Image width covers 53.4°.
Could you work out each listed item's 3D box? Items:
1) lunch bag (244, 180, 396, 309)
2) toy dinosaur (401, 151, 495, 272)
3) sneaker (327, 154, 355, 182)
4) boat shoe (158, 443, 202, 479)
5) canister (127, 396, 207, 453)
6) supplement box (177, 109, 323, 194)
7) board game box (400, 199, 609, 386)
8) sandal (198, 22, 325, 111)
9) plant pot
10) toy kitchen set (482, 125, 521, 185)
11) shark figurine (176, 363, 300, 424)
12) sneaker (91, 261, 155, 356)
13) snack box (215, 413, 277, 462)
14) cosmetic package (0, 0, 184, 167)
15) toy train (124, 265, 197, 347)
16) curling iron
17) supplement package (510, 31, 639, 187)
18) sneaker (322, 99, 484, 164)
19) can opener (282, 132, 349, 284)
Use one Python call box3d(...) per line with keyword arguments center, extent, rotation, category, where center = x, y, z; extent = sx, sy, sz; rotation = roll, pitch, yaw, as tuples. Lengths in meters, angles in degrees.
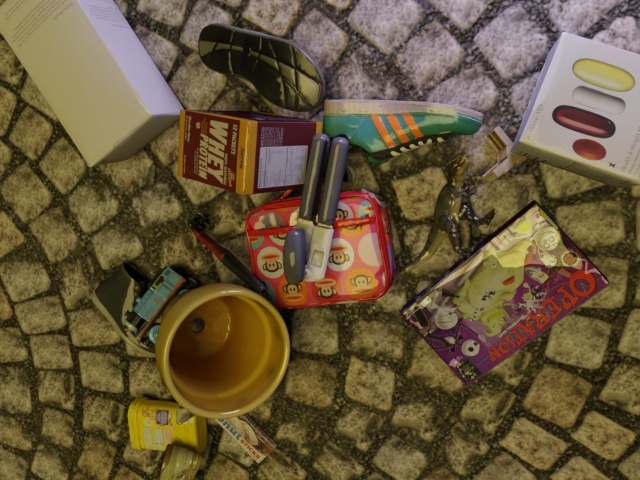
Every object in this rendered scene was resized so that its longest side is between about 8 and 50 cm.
box3d(center=(0.000, 0.000, 1.293), extent=(0.293, 0.120, 0.258), rotation=(-7, 96, 18), category="lunch bag")
box3d(center=(0.262, -0.034, 1.238), extent=(0.118, 0.064, 0.268), rotation=(28, 110, 23), category="toy dinosaur")
box3d(center=(0.030, -0.155, 1.268), extent=(0.038, 0.069, 0.098), rotation=(-42, 90, 20), category="sneaker")
box3d(center=(-0.336, 0.592, 1.507), extent=(0.090, 0.104, 0.285), rotation=(9, 130, -6), category="boat shoe")
box3d(center=(-0.361, 0.443, 1.516), extent=(0.170, 0.073, 0.126), rotation=(1, 104, 14), category="canister")
box3d(center=(-0.134, -0.174, 1.211), extent=(0.191, 0.194, 0.129), rotation=(17, 109, 38), category="supplement box")
box3d(center=(0.354, 0.110, 1.255), extent=(0.208, 0.056, 0.347), rotation=(46, 110, -3), category="board game box")
box3d(center=(-0.109, -0.354, 1.258), extent=(0.303, 0.086, 0.120), rotation=(32, 115, 22), category="sandal")
box3d(center=(-0.222, 0.200, 1.297), extent=(0.254, 0.239, 0.253), rotation=(-5, 100, -26), category="plant pot")
box3d(center=(0.315, -0.153, 1.194), extent=(0.075, 0.083, 0.068), rotation=(51, 151, 0), category="toy kitchen set")
box3d(center=(-0.193, 0.311, 1.443), extent=(0.278, 0.166, 0.116), rotation=(-29, 120, 3), category="shark figurine")
box3d(center=(-0.414, 0.161, 1.459), extent=(0.222, 0.083, 0.118), rotation=(45, 105, -1), category="sneaker")
box3d(center=(-0.185, 0.438, 1.492), extent=(0.178, 0.022, 0.064), rotation=(45, 111, 1), category="snack box")
box3d(center=(-0.474, -0.359, 1.314), extent=(0.197, 0.155, 0.365), rotation=(-31, 94, 20), category="cosmetic package")
box3d(center=(-0.355, 0.147, 1.412), extent=(0.105, 0.080, 0.184), rotation=(39, 81, -12), category="toy train")
box3d(center=(-0.202, 0.022, 1.329), extent=(0.274, 0.035, 0.068), rotation=(46, 138, 31), category="curling iron")
box3d(center=(0.460, -0.214, 1.076), extent=(0.203, 0.149, 0.194), rotation=(21, 95, 10), category="supplement package")
box3d(center=(0.151, -0.202, 1.203), extent=(0.303, 0.108, 0.120), rotation=(6, 101, 18), category="sneaker")
box3d(center=(-0.011, -0.055, 1.177), extent=(0.076, 0.095, 0.283), rotation=(14, 101, 16), category="can opener")
